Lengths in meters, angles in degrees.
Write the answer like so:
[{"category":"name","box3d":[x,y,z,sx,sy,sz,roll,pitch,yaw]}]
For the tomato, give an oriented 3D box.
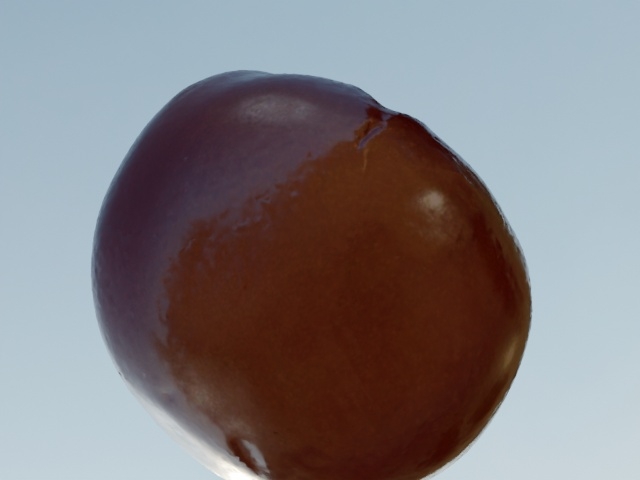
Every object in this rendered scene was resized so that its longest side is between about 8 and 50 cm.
[{"category":"tomato","box3d":[-0.017,0.041,1.025,0.226,0.298,0.299,-52,-27,-22]}]
